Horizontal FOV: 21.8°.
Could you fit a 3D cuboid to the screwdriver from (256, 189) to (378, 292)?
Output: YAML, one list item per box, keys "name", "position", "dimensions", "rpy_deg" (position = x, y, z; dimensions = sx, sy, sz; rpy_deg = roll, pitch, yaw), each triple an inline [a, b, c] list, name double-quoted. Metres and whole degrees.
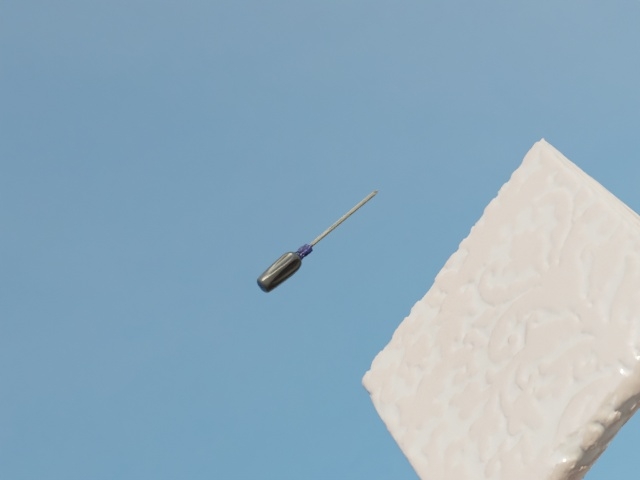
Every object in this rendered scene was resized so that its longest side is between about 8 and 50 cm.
- name: "screwdriver"
  position: [0.000, 0.000, 1.733]
  dimensions: [0.170, 0.024, 0.025]
  rpy_deg: [-37, -37, -24]

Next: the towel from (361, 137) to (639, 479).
- name: "towel"
  position: [0.198, 0.103, 1.587]
  dimensions: [0.053, 0.317, 0.332]
  rpy_deg: [28, -75, -32]
